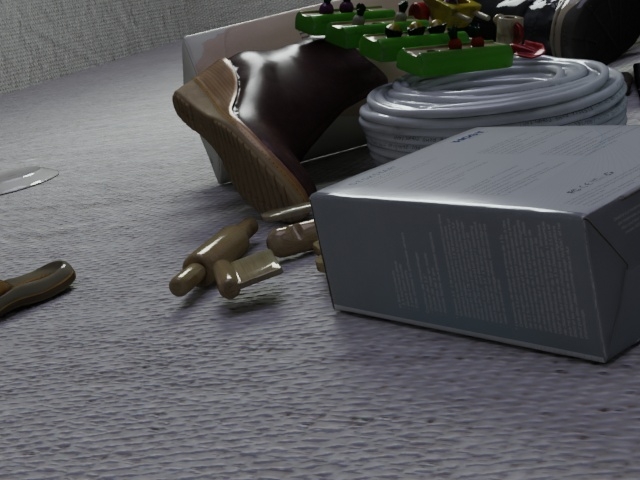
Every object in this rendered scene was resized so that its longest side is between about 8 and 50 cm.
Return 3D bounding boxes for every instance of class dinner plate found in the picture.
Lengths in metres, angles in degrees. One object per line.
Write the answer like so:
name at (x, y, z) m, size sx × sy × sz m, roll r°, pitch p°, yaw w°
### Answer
dinner plate at (-0.462, -0.091, 1.582) m, size 0.141 × 0.017 × 0.141 m, roll -10°, pitch 16°, yaw 3°

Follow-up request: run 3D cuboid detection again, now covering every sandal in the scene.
sandal at (-0.295, 0.045, 0.912) m, size 0.072 × 0.049 × 0.180 m, roll 4°, pitch 23°, yaw 46°

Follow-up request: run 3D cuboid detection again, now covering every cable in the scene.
cable at (0.164, -0.119, 1.027) m, size 0.257 × 0.089 × 0.257 m, roll -20°, pitch 21°, yaw -37°

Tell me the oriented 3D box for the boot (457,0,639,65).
boot at (0.314, -0.337, 1.399) m, size 0.284 × 0.138 × 0.377 m, roll 18°, pitch 41°, yaw 38°

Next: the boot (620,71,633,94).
boot at (0.304, -0.180, 1.261) m, size 0.106 × 0.037 × 0.114 m, roll -28°, pitch 26°, yaw -37°

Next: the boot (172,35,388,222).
boot at (-0.014, -0.133, 1.085) m, size 0.206 × 0.090 × 0.248 m, roll -25°, pitch 47°, yaw -21°

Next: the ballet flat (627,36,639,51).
ballet flat at (0.436, -0.306, 1.531) m, size 0.077 × 0.077 × 0.231 m, roll 11°, pitch 23°, yaw 26°

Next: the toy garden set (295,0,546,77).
toy garden set at (0.120, -0.229, 1.102) m, size 0.203 × 0.049 × 0.244 m, roll -11°, pitch 25°, yaw -28°

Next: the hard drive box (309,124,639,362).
hard drive box at (0.138, -0.012, 0.696) m, size 0.181 × 0.089 × 0.232 m, roll -23°, pitch 19°, yaw -35°

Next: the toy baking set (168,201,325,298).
toy baking set at (-0.007, 0.001, 0.886) m, size 0.196 × 0.030 × 0.256 m, roll -5°, pitch 16°, yaw 15°

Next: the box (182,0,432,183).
box at (0.003, -0.190, 1.259) m, size 0.311 × 0.148 × 0.121 m, roll -17°, pitch -22°, yaw -13°

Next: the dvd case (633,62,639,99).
dvd case at (0.490, -0.202, 1.208) m, size 0.253 × 0.022 × 0.180 m, roll -8°, pitch 16°, yaw 17°
